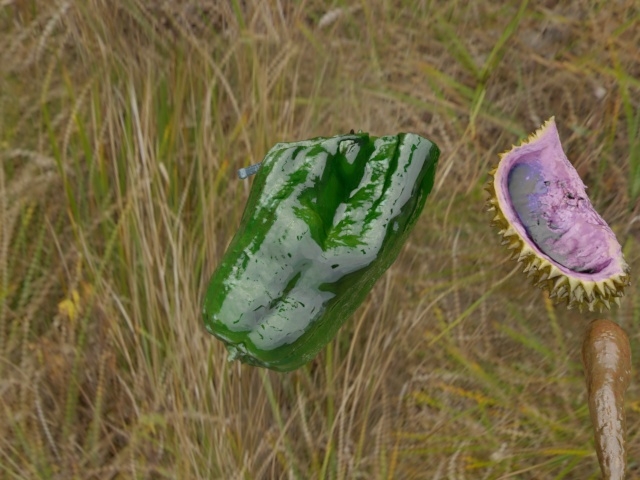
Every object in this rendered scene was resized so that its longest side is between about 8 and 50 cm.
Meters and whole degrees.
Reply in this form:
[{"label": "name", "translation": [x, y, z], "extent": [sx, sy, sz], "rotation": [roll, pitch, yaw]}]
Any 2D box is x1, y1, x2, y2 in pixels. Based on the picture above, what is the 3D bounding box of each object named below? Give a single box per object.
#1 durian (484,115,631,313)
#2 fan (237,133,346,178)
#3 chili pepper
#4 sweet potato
[{"label": "durian", "translation": [0.326, -0.003, 1.860], "extent": [0.154, 0.186, 0.260], "rotation": [-25, 60, -6]}, {"label": "fan", "translation": [-0.042, -0.119, 1.864], "extent": [0.193, 0.038, 0.016], "rotation": [-17, 90, 35]}, {"label": "chili pepper", "translation": [0.001, -0.002, 1.650], "extent": [0.213, 0.167, 0.385], "rotation": [41, 76, -27]}, {"label": "sweet potato", "translation": [0.276, 0.152, 1.253], "extent": [0.050, 0.050, 0.214], "rotation": [10, 44, 0]}]
